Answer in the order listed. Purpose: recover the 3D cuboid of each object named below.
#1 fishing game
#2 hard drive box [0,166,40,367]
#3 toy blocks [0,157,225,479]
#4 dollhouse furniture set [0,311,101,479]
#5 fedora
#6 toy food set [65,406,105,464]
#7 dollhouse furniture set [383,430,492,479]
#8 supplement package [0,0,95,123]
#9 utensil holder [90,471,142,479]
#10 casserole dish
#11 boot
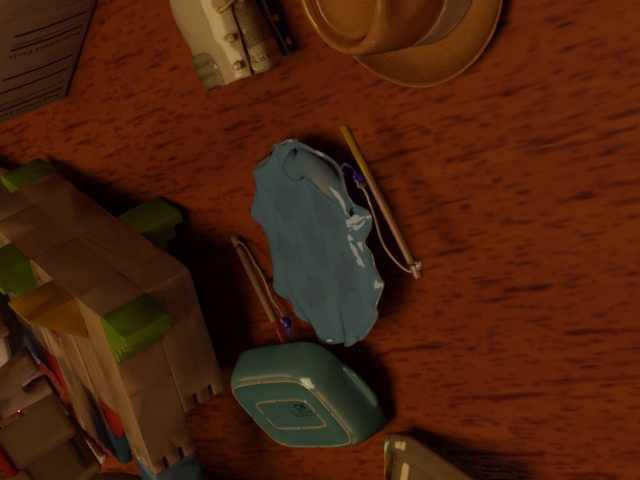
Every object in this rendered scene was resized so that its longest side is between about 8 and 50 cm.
[{"bbox_3d":[0.000,0.000,1.181,0.189,0.041,0.264,62,149,13],"label":"fishing game"},{"bbox_3d":[-0.406,0.024,1.588,0.181,0.089,0.232,19,130,29],"label":"hard drive box"},{"bbox_3d":[-0.213,0.104,1.397,0.381,0.190,0.261,32,143,48],"label":"toy blocks"},{"bbox_3d":[-0.347,0.171,1.413,0.259,0.135,0.262,46,166,41],"label":"dollhouse furniture set"},{"bbox_3d":[0.041,-0.191,0.979,0.194,0.079,0.194,27,130,37],"label":"fedora"},{"bbox_3d":[-0.313,0.240,1.707,0.122,0.019,0.078,44,140,11],"label":"toy food set"},{"bbox_3d":[0.177,0.295,1.137,0.301,0.151,0.197,27,112,60],"label":"dollhouse furniture set"},{"bbox_3d":[-0.309,-0.237,1.310,0.139,0.134,0.244,50,141,15],"label":"supplement package"},{"bbox_3d":[-0.133,0.435,1.374,0.385,0.327,0.328,15,123,47],"label":"utensil holder"},{"bbox_3d":[-0.018,0.148,1.261,0.114,0.037,0.188,50,149,-16],"label":"casserole dish"},{"bbox_3d":[-0.068,-0.215,1.095,0.213,0.077,0.165,-19,96,57],"label":"boot"}]
